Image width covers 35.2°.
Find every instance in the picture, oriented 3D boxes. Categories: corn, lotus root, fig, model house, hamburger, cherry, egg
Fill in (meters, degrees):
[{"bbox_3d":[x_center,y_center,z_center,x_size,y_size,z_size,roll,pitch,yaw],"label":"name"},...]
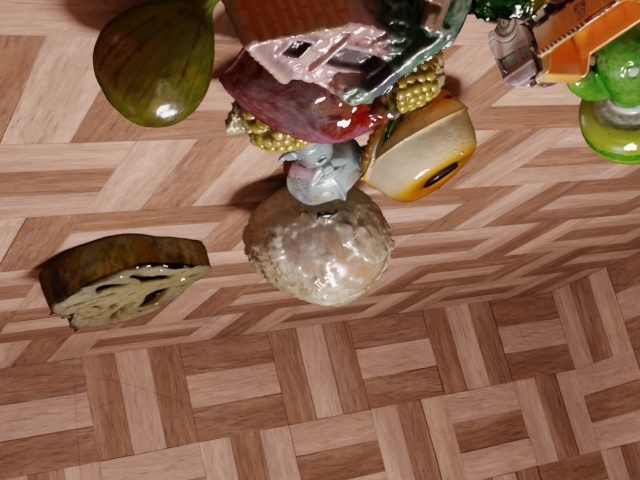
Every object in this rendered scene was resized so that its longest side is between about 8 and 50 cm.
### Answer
[{"bbox_3d":[0.022,-0.218,1.520,0.347,0.130,0.130,-15,165,-7],"label":"corn"},{"bbox_3d":[-0.434,0.088,2.274,0.375,0.111,0.390,-12,162,-11],"label":"lotus root"},{"bbox_3d":[-0.172,-0.265,1.237,0.259,0.151,0.151,-52,152,15],"label":"fig"},{"bbox_3d":[0.008,-0.286,1.074,0.237,0.202,0.237,0,154,-47],"label":"model house"},{"bbox_3d":[0.174,-0.165,1.777,0.237,0.147,0.237,-33,167,-9],"label":"hamburger"},{"bbox_3d":[-0.013,-0.227,1.362,0.250,0.175,0.192,-6,141,3],"label":"cherry"},{"bbox_3d":[0.000,0.000,2.058,0.310,0.279,0.279,17,156,-14],"label":"egg"}]

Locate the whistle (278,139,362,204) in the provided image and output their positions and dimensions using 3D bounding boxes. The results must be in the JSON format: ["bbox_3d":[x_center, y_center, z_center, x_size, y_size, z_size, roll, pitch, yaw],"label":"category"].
[{"bbox_3d":[-0.011,-0.158,1.747,0.142,0.133,0.346,-13,156,9],"label":"whistle"}]

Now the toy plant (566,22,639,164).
[{"bbox_3d":[0.537,-0.278,1.762,0.224,0.184,0.316,-20,149,5],"label":"toy plant"}]

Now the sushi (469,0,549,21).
[{"bbox_3d":[0.224,-0.339,1.215,0.140,0.149,0.287,-12,171,6],"label":"sushi"}]

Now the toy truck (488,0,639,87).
[{"bbox_3d":[0.370,-0.316,1.456,0.114,0.135,0.270,-3,162,-36],"label":"toy truck"}]

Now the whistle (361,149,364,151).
[{"bbox_3d":[0.072,-0.147,1.955,0.198,0.057,0.104,-6,164,-24],"label":"whistle"}]
